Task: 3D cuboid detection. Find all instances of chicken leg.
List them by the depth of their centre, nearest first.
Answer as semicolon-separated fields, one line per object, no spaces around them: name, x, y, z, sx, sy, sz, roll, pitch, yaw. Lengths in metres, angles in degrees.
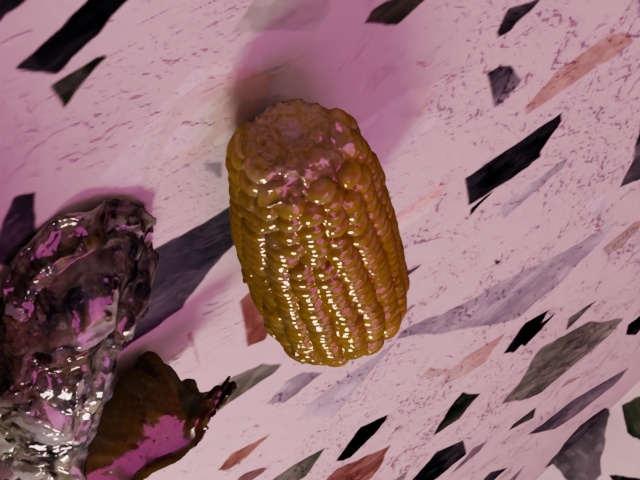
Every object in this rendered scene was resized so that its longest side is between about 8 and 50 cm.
chicken leg;-0.244;0.244;1.440;0.429;0.153;0.201;-44;173;-4

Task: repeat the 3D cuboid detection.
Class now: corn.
corn;0.000;0.000;1.309;0.130;0.130;0.347;-34;156;-10

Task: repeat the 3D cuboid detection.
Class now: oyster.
oyster;-0.187;0.075;1.260;0.252;0.087;0.199;-55;157;10

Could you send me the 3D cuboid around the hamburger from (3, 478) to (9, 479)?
hamburger;-0.325;0.246;1.080;0.268;0.287;0.445;-58;163;-18
